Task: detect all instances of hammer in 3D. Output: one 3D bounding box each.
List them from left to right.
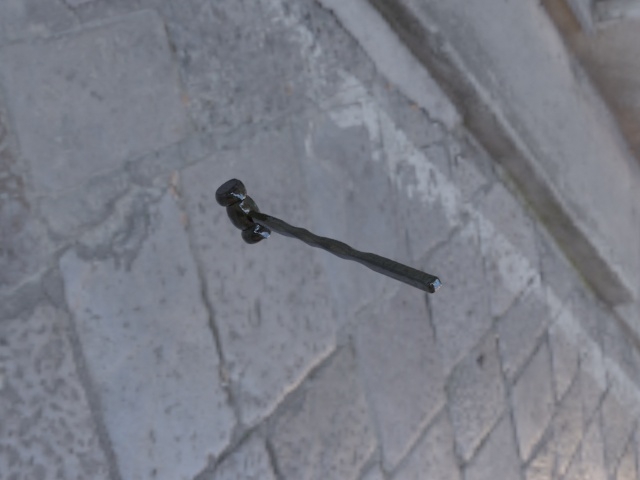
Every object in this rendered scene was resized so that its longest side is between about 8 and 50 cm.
[{"bbox_3d":[0.000,0.000,0.808,0.029,0.292,0.058,-43,119,-16],"label":"hammer"}]
